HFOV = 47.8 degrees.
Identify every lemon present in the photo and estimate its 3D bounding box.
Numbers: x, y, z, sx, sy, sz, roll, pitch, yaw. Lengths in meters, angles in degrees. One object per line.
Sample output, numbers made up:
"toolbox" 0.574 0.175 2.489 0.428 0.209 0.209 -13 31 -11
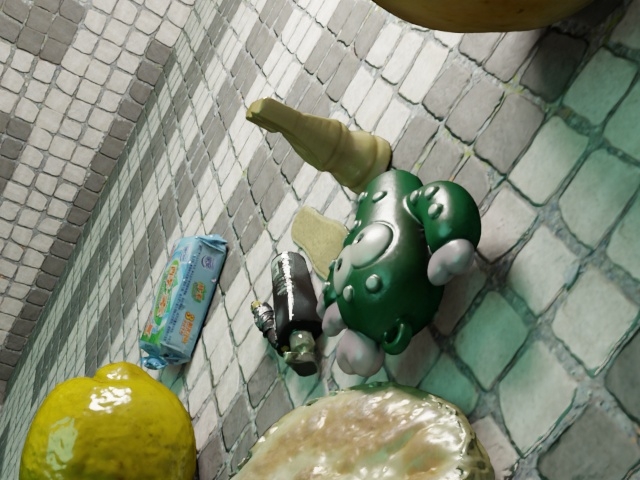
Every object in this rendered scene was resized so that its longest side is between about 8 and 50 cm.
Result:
"lemon" -0.328 0.362 1.125 0.285 0.285 0.316 -44 54 39

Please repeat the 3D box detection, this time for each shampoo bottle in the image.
"shampoo bottle" -0.036 0.100 0.997 0.207 0.064 0.057 -104 35 -51

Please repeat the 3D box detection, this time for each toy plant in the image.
"toy plant" 0.077 0.029 0.787 0.232 0.113 0.243 -58 21 13

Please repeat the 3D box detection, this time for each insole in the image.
"insole" 0.000 0.000 1.070 0.081 0.011 0.248 -64 26 7

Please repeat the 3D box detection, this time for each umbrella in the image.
"umbrella" -0.073 0.128 1.073 0.037 0.040 0.144 -56 30 5

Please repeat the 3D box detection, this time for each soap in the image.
"soap" -0.273 0.115 1.420 0.156 0.077 0.293 -7 63 61

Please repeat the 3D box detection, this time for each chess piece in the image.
"chess piece" -0.007 -0.139 0.979 0.090 0.200 0.090 -43 33 39

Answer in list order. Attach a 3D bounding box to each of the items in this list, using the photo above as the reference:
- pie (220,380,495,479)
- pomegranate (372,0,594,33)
"pie" 0.004 0.240 0.663 0.338 0.075 0.337 -30 13 8
"pomegranate" 0.170 -0.395 0.686 0.411 0.412 0.411 -43 35 40
